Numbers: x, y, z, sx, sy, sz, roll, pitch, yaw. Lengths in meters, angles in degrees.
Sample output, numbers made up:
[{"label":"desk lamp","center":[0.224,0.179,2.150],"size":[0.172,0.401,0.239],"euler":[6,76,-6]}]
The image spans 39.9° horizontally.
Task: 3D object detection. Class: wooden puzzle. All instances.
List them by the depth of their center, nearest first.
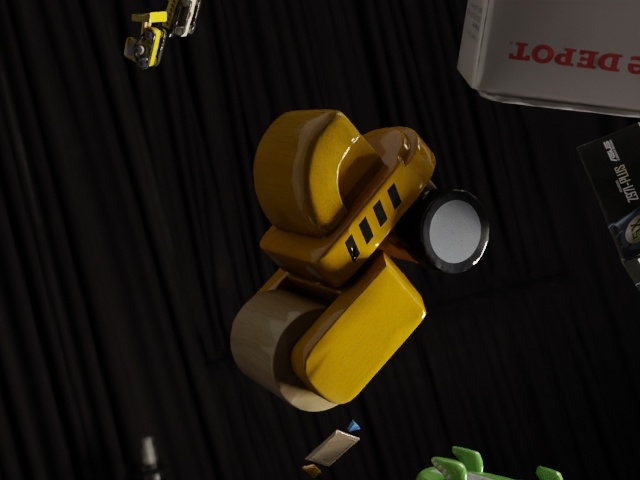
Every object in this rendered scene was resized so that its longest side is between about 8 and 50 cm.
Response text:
[{"label":"wooden puzzle","center":[0.016,0.313,1.329],"size":[0.116,0.014,0.078],"euler":[-40,144,6]}]

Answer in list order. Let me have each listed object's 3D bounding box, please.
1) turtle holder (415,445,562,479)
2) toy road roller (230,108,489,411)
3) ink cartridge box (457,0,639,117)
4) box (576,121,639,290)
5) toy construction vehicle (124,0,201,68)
[{"label":"turtle holder","center":[0.296,0.471,1.383],"size":[0.320,0.227,0.243],"euler":[11,176,1]},{"label":"toy road roller","center":[0.000,0.000,0.999],"size":[0.329,0.240,0.202],"euler":[-50,-156,-14]},{"label":"ink cartridge box","center":[0.308,-0.330,0.860],"size":[0.285,0.395,0.166],"euler":[7,-161,0]},{"label":"box","center":[0.378,-0.035,1.045],"size":[0.077,0.147,0.180],"euler":[-22,159,19]},{"label":"toy construction vehicle","center":[-0.128,-0.194,0.710],"size":[0.035,0.098,0.086],"euler":[21,-157,8]}]
